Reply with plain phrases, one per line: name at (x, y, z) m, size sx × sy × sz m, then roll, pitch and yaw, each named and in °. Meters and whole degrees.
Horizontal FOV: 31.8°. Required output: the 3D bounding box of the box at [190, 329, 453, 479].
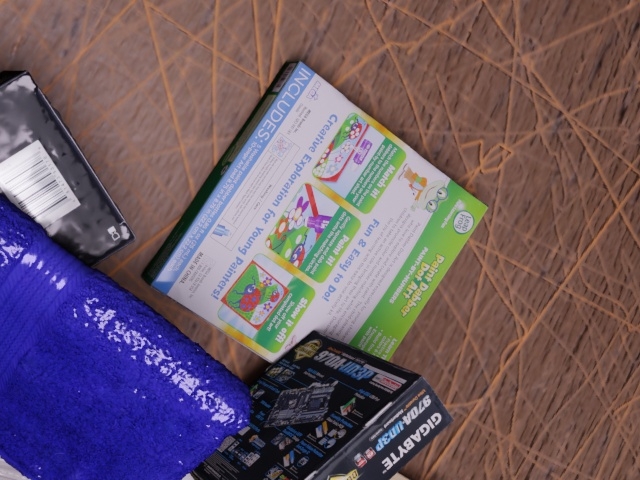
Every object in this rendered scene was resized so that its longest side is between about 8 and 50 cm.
box at (-0.016, 0.164, 0.942) m, size 0.175 × 0.220 × 0.051 m, roll -40°, pitch 109°, yaw -16°

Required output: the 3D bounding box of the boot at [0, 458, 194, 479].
boot at (-0.232, 0.237, 0.994) m, size 0.258 × 0.095 × 0.123 m, roll 16°, pitch 80°, yaw -23°

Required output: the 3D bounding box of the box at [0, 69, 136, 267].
box at (-0.243, -0.050, 0.916) m, size 0.093 × 0.158 × 0.156 m, roll -34°, pitch 109°, yaw -14°

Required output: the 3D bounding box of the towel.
towel at (-0.222, 0.092, 0.847) m, size 0.308 × 0.227 × 0.076 m, roll 37°, pitch 43°, yaw -6°

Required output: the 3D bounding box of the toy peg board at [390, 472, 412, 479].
toy peg board at (0.054, 0.313, 1.142) m, size 0.160 × 0.079 × 0.161 m, roll 32°, pitch 86°, yaw -6°

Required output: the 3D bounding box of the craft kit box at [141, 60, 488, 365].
craft kit box at (0.000, 0.000, 1.074) m, size 0.246 × 0.061 × 0.250 m, roll 36°, pitch 85°, yaw -19°
